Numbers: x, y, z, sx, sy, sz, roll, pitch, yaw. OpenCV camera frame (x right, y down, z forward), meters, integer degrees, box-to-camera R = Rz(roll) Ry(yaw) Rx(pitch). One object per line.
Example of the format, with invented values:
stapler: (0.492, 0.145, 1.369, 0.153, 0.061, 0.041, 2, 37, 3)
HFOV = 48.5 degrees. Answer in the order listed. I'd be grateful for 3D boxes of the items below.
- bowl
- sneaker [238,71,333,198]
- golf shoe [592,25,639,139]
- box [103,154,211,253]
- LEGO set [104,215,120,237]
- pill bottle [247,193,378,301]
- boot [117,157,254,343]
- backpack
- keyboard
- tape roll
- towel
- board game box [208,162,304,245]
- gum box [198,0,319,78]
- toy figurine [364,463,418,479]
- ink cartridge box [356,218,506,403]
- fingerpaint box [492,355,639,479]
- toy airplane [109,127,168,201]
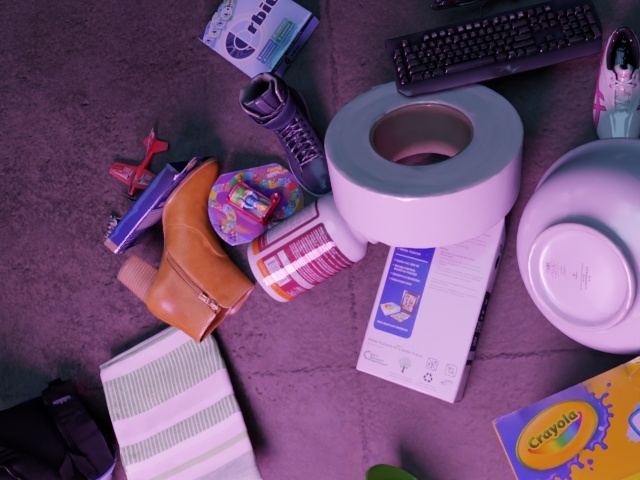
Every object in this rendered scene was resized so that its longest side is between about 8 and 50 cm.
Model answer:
bowl: (0.361, 0.027, 0.904, 0.298, 0.134, 0.298, 25, 124, 42)
sneaker: (-0.054, -0.180, 1.192, 0.086, 0.163, 0.226, -31, 71, 15)
golf shoe: (0.428, -0.215, 1.024, 0.067, 0.086, 0.186, -1, 82, 23)
box: (-0.293, -0.078, 1.296, 0.036, 0.136, 0.225, 42, 99, -2)
LEGO set: (-0.404, -0.015, 1.396, 0.054, 0.023, 0.083, -46, 66, 10)
pill bottle: (0.000, 0.000, 1.158, 0.221, 0.121, 0.121, -30, 70, 17)
boot: (-0.200, 0.018, 1.272, 0.211, 0.104, 0.295, 32, 80, 9)
backpack: (-0.497, 0.408, 1.238, 0.263, 0.276, 0.213, 18, 116, 33)
keyboard: (0.257, -0.331, 1.096, 0.317, 0.033, 0.202, -12, 58, 4)
tape roll: (0.150, -0.123, 1.045, 0.286, 0.100, 0.286, -7, 45, 7)
towel: (-0.256, 0.310, 1.231, 0.247, 0.038, 0.325, -30, 60, 11)
board game box: (-0.113, -0.069, 1.232, 0.168, 0.033, 0.133, -12, 75, -4)
gum box: (-0.117, -0.392, 1.322, 0.184, 0.041, 0.157, 39, 98, 24)
toy figurine: (0.104, 0.449, 1.060, 0.173, 0.130, 0.159, 30, 109, 1)
ink cartridge box: (0.180, 0.065, 1.099, 0.165, 0.065, 0.333, 16, 89, 26)
fingerpaint box: (0.484, 0.300, 0.803, 0.444, 0.163, 0.371, -29, 53, 13)
toy airplane: (-0.348, -0.147, 1.391, 0.151, 0.028, 0.151, -8, 75, 29)
